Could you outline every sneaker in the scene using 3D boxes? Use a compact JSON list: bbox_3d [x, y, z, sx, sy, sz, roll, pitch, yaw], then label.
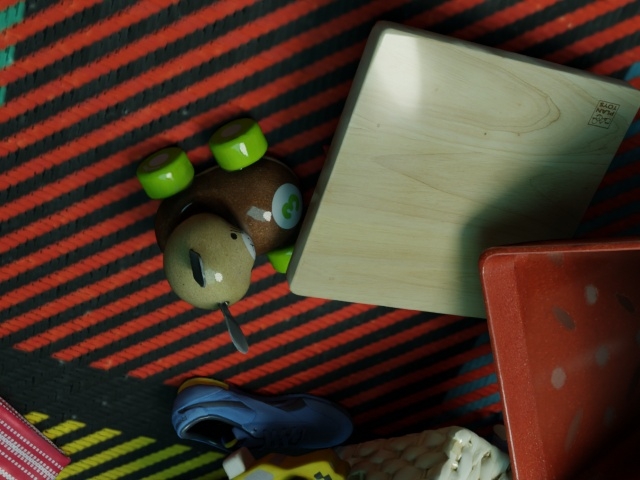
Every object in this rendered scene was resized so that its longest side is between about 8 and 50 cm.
[{"bbox_3d":[-0.062,0.211,1.024,0.209,0.082,0.069,13,117,-14],"label":"sneaker"}]

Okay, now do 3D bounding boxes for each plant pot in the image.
[{"bbox_3d":[0.330,0.106,0.804,0.267,0.235,0.267,-4,100,46],"label":"plant pot"}]

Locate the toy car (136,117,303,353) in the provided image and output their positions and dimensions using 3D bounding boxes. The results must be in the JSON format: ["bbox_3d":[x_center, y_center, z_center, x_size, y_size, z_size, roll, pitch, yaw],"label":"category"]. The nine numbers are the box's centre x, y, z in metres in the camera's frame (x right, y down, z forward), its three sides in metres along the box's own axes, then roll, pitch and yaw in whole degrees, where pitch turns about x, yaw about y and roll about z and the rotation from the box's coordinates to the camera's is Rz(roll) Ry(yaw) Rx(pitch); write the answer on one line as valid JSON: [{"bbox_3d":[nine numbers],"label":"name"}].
[{"bbox_3d":[-0.084,0.008,0.836,0.149,0.188,0.155,-21,121,8],"label":"toy car"}]

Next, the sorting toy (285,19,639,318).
[{"bbox_3d":[0.117,-0.063,0.852,0.257,0.089,0.255,8,120,-22],"label":"sorting toy"}]

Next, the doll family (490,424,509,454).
[{"bbox_3d":[0.258,0.263,1.089,0.193,0.076,0.111,11,124,-5],"label":"doll family"}]

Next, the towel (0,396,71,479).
[{"bbox_3d":[-0.429,0.283,0.985,0.275,0.031,0.199,-45,124,-14],"label":"towel"}]

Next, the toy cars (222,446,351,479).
[{"bbox_3d":[-0.126,0.302,1.021,0.393,0.176,0.087,-38,80,44],"label":"toy cars"}]

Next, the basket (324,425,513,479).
[{"bbox_3d":[0.105,0.392,0.946,0.266,0.328,0.331,35,152,-13],"label":"basket"}]
